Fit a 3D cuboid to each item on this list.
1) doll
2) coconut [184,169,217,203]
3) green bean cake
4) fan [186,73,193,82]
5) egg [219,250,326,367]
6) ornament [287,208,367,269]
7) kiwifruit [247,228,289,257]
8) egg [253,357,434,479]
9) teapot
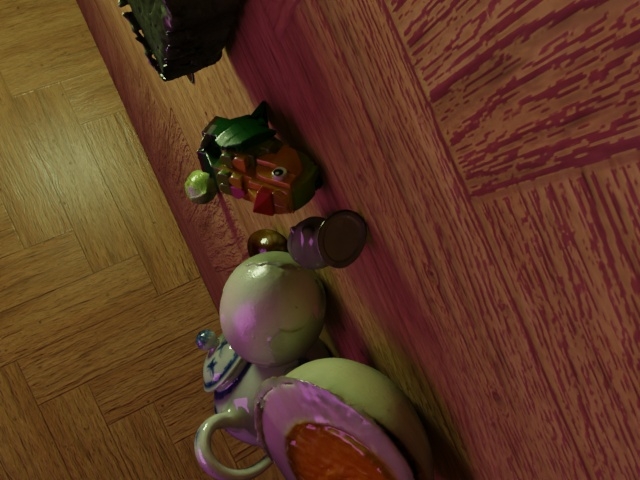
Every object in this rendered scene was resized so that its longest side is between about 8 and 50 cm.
[{"bbox_3d":[-0.080,-0.107,0.758,0.186,0.134,0.106,45,153,33],"label":"doll"},{"bbox_3d":[-0.315,-0.140,1.465,0.096,0.087,0.088,-134,25,-59],"label":"coconut"},{"bbox_3d":[-0.214,-0.375,0.762,0.241,0.132,0.255,65,161,-1],"label":"green bean cake"},{"bbox_3d":[-0.302,-0.401,1.198,0.134,0.005,0.085,62,163,9],"label":"fan"},{"bbox_3d":[-0.080,0.108,0.936,0.183,0.182,0.217,52,151,36],"label":"egg"},{"bbox_3d":[0.000,0.000,0.729,0.081,0.075,0.156,26,171,-16],"label":"ornament"},{"bbox_3d":[-0.098,0.016,1.049,0.124,0.075,0.075,7,120,66],"label":"kiwifruit"},{"bbox_3d":[0.058,0.268,0.792,0.286,0.174,0.265,-3,114,46],"label":"egg"},{"bbox_3d":[-0.123,0.257,1.085,0.280,0.424,0.252,36,134,-16],"label":"teapot"}]
